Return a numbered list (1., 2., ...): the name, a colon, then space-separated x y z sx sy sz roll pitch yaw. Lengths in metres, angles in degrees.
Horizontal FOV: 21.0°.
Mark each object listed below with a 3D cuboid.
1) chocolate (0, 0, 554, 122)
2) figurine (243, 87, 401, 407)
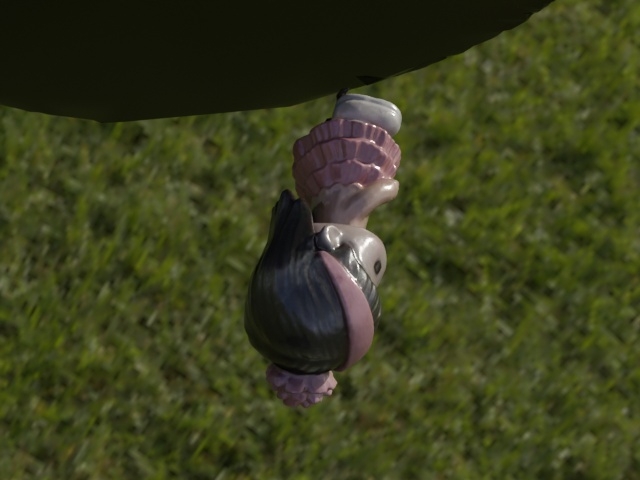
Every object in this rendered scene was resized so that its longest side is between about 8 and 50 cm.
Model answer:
1. chocolate: -0.048 -0.272 0.805 0.383 0.383 0.331 0 73 -31
2. figurine: 0.000 0.000 0.703 0.054 0.072 0.129 15 55 -9
